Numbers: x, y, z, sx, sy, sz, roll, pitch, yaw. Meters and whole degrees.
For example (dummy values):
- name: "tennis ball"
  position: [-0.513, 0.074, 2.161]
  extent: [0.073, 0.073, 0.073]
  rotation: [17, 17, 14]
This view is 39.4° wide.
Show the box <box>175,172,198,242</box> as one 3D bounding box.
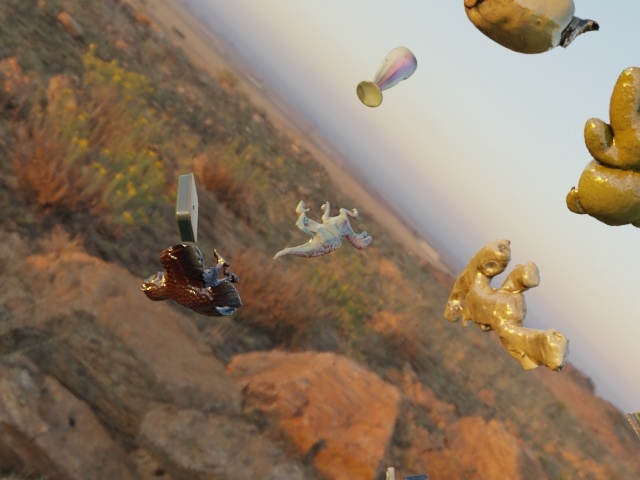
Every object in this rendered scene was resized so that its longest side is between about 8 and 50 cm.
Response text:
- name: "box"
  position: [-0.262, -0.063, 1.754]
  extent: [0.091, 0.031, 0.126]
  rotation: [87, -1, -49]

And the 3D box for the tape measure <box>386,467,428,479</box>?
- name: "tape measure"
  position: [0.183, 0.537, 1.667]
  extent: [0.196, 0.105, 0.178]
  rotation: [-95, 178, -47]

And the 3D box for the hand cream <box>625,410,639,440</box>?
- name: "hand cream"
  position: [0.738, 0.362, 1.797]
  extent: [0.055, 0.235, 0.086]
  rotation: [95, -18, -44]

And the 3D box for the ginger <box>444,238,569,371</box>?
- name: "ginger"
  position: [0.262, 0.085, 1.235]
  extent: [0.065, 0.149, 0.258]
  rotation: [10, 14, -26]

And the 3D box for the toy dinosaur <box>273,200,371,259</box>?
- name: "toy dinosaur"
  position: [0.000, 0.000, 1.828]
  extent: [0.167, 0.053, 0.242]
  rotation: [53, 46, -12]

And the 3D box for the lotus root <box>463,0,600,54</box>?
- name: "lotus root"
  position: [0.324, -0.349, 1.385]
  extent: [0.221, 0.118, 0.125]
  rotation: [20, 10, -15]

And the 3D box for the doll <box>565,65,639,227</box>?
- name: "doll"
  position: [0.390, -0.117, 1.121]
  extent: [0.137, 0.209, 0.097]
  rotation: [12, 28, -1]

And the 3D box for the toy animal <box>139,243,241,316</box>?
- name: "toy animal"
  position: [-0.245, 0.091, 1.672]
  extent: [0.218, 0.179, 0.116]
  rotation: [69, 4, -51]

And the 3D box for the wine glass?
- name: "wine glass"
  position: [0.143, -0.346, 1.901]
  extent: [0.073, 0.073, 0.155]
  rotation: [44, 51, -5]
